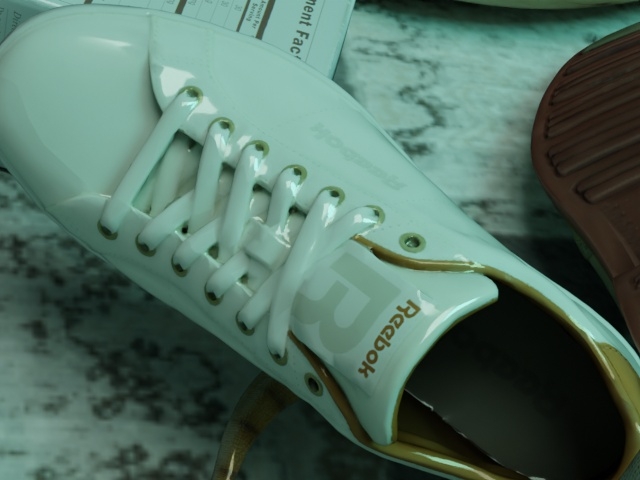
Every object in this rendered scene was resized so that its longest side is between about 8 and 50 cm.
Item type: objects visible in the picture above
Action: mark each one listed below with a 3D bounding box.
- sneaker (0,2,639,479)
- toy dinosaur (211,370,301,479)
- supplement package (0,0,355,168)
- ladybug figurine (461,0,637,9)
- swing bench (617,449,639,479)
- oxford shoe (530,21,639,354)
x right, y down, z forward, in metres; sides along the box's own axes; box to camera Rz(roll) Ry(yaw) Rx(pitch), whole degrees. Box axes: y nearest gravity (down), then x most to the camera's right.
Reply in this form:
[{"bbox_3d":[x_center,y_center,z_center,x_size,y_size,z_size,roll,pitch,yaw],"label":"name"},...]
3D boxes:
[{"bbox_3d":[0.000,0.000,0.527,0.290,0.106,0.123,30,5,1],"label":"sneaker"},{"bbox_3d":[0.010,0.041,0.615,0.211,0.064,0.112,-21,59,-33],"label":"toy dinosaur"},{"bbox_3d":[-0.084,-0.088,0.676,0.179,0.105,0.105,17,45,-3],"label":"supplement package"},{"bbox_3d":[0.154,-0.287,0.904,0.449,0.162,0.305,-22,58,-34],"label":"ladybug figurine"},{"bbox_3d":[0.213,0.135,0.459,0.255,0.253,0.165,-2,49,-20],"label":"swing bench"},{"bbox_3d":[0.183,0.006,0.695,0.123,0.130,0.348,-22,31,16],"label":"oxford shoe"}]
